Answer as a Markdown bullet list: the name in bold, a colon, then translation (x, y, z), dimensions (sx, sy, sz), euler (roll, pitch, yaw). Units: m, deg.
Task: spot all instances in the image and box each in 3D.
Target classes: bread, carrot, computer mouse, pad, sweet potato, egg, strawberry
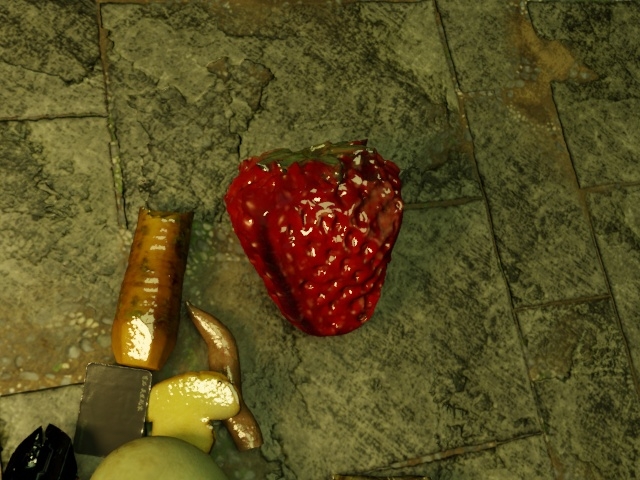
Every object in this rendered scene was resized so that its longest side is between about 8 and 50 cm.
- **bread**: translation (-0.209, 0.296, 1.184), dimensions (0.188, 0.065, 0.149), euler (-20, 85, 14)
- **carrot**: translation (-0.293, 0.076, 1.226), dimensions (0.114, 0.114, 0.301), euler (10, 70, -12)
- **computer mouse**: translation (-0.440, 0.402, 1.072), dimensions (0.147, 0.077, 0.241), euler (-11, 61, 9)
- **pad**: translation (-0.349, 0.288, 1.167), dimensions (0.112, 0.003, 0.157), euler (9, 90, -5)
- **sweet potato**: translation (-0.170, 0.234, 1.237), dimensions (0.067, 0.059, 0.281), euler (-18, 77, -1)
- **egg**: translation (-0.228, 0.439, 1.074), dimensions (0.295, 0.218, 0.218), euler (48, 67, -10)
- **strawberry**: translation (0.000, 0.000, 1.271), dimensions (0.318, 0.295, 0.345), euler (-19, 113, -36)

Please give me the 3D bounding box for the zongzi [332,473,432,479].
- **zongzi**: translation (0.110, 0.509, 1.225), dimensions (0.184, 0.084, 0.187), euler (2, 77, 0)
